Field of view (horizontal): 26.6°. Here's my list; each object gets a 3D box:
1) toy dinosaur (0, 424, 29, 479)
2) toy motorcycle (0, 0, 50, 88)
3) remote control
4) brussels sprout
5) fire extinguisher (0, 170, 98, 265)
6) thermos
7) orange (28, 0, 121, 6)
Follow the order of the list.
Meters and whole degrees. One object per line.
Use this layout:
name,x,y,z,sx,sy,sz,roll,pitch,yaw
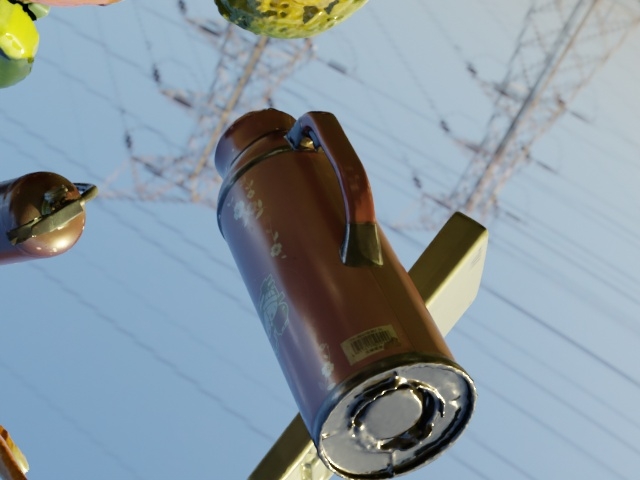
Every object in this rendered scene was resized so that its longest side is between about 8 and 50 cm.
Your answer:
toy dinosaur,-0.230,0.089,0.796,0.212,0.142,0.057,-4,-152,33
toy motorcycle,-0.322,-0.196,0.884,0.200,0.326,0.191,36,-129,-47
remote control,0.032,0.105,1.037,0.038,0.285,0.123,34,158,18
brussels sprout,-0.014,-0.246,1.160,0.139,0.181,0.100,55,-170,-34
fire extinguisher,-0.160,-0.009,0.687,0.064,0.043,0.158,-35,-163,-38
thermos,-0.007,0.005,0.969,0.330,0.109,0.136,-117,5,-45
orange,-0.131,-0.201,0.669,0.177,0.177,0.155,39,161,28
